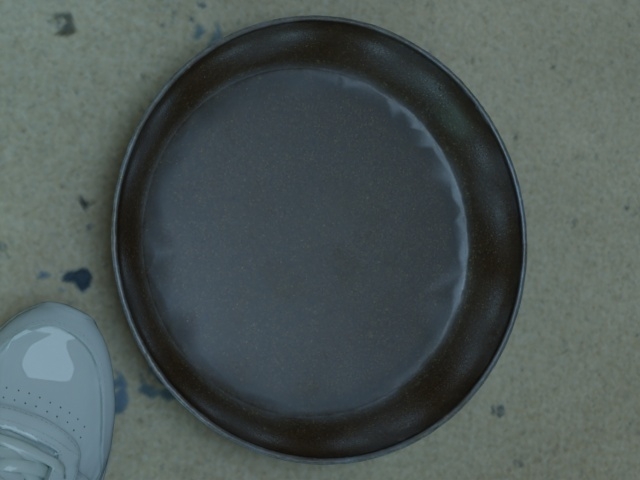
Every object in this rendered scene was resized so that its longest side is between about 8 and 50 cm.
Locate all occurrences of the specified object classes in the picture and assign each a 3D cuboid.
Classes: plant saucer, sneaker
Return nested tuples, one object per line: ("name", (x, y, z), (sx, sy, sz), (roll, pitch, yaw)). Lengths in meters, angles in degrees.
("plant saucer", (0.000, 0.000, 1.004), (0.311, 0.050, 0.310), (2, 84, -22))
("sneaker", (-0.190, 0.183, 0.855), (0.114, 0.152, 0.305), (23, 76, -17))
